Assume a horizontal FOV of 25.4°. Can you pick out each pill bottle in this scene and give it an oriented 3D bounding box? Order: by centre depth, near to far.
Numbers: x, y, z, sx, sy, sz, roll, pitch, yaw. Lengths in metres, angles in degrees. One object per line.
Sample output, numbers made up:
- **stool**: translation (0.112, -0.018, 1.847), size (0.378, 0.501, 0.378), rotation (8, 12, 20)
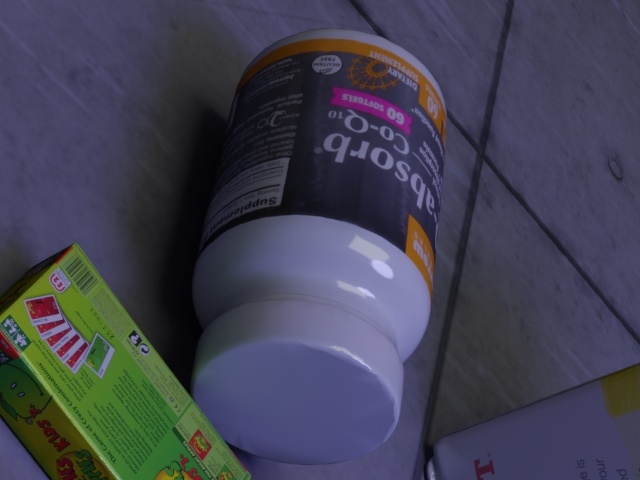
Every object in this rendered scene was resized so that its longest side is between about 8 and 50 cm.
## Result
- **pill bottle**: translation (0.000, 0.000, 0.960), size (0.162, 0.162, 0.278), rotation (41, 39, -31)

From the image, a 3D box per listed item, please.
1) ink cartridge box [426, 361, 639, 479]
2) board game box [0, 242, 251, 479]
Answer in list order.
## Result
- **ink cartridge box**: translation (0.295, 0.226, 1.013), size (0.160, 0.384, 0.279), rotation (23, 50, -49)
- **board game box**: translation (-0.124, 0.102, 0.825), size (0.181, 0.043, 0.092), rotation (55, 34, -13)
